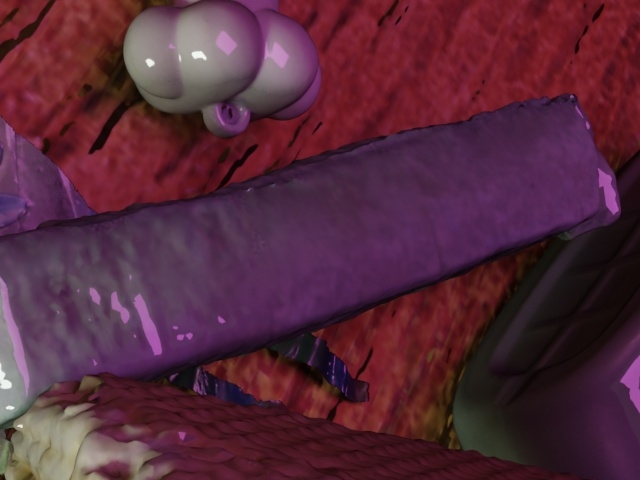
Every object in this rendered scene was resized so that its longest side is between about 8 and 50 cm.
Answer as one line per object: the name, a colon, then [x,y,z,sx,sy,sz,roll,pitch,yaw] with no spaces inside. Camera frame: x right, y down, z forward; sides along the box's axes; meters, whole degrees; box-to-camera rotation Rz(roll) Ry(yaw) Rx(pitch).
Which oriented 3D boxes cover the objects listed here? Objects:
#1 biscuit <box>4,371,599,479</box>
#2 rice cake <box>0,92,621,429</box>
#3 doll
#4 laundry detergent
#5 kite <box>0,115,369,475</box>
biscuit: [0.110,0.129,0.546,0.426,0.144,0.078,15,92,-25]
rice cake: [0.000,0.000,0.639,0.336,0.063,0.066,-16,88,-40]
doll: [-0.042,-0.118,0.671,0.106,0.062,0.162,7,70,-33]
laundry detergent: [0.251,0.145,0.776,0.398,0.124,0.264,51,51,-14]
kite: [-0.111,0.035,0.593,0.310,0.015,0.169,35,56,-24]
